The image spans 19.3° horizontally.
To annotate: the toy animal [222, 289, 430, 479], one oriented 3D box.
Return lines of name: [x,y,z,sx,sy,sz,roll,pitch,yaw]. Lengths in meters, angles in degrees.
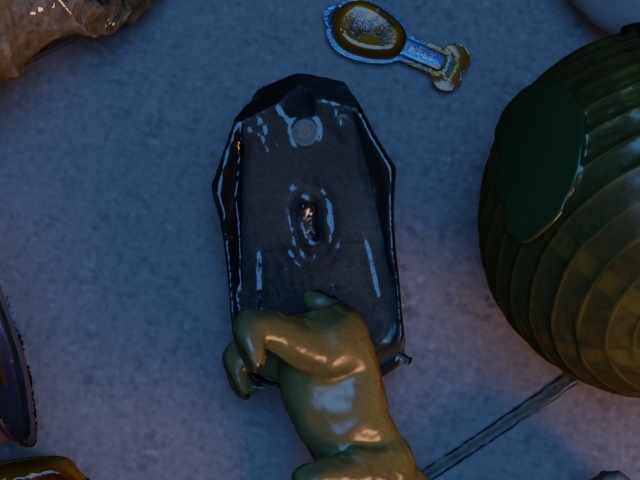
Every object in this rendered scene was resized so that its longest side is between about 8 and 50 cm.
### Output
toy animal: [0.016,0.128,1.233,0.101,0.103,0.218,-24,98,-15]

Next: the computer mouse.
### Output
computer mouse: [-0.002,0.000,1.290,0.126,0.071,0.231,-7,90,8]

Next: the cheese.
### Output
cheese: [0.053,-0.142,1.350,0.111,0.017,0.047,23,80,1]

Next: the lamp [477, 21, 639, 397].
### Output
lamp: [0.219,-0.032,1.238,0.250,0.250,0.284,-12,40,-6]

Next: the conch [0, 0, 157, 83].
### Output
conch: [-0.258,-0.179,1.274,0.291,0.159,0.210,-2,64,-43]

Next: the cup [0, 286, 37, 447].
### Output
cup: [-0.348,0.087,1.199,0.288,0.203,0.203,-19,80,0]

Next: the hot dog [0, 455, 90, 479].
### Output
hot dog: [-0.238,0.186,1.241,0.188,0.055,0.072,-8,75,-5]

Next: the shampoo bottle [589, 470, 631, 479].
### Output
shampoo bottle: [0.232,0.298,1.237,0.153,0.071,0.284,-40,81,-9]

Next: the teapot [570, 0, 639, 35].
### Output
teapot: [0.236,-0.222,1.345,0.145,0.092,0.226,-11,76,-7]
